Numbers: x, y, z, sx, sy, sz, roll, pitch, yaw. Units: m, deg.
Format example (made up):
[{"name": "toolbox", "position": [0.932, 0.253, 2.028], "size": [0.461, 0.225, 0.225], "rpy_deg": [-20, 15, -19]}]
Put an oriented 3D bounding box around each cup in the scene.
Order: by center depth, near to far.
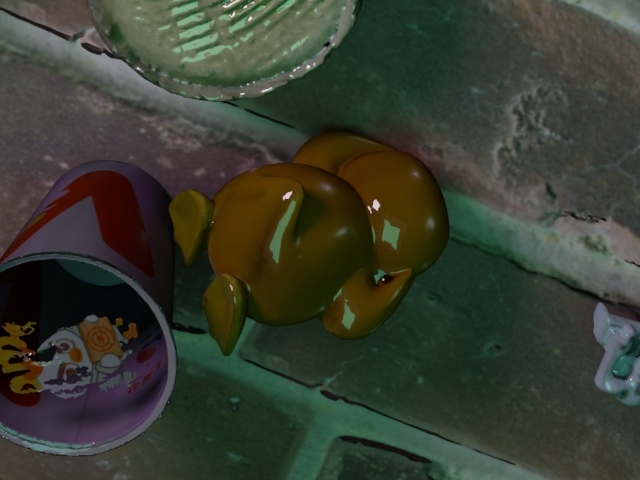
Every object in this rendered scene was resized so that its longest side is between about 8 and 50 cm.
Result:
[{"name": "cup", "position": [-0.214, 0.041, 1.730], "size": [0.203, 0.288, 0.203], "rpy_deg": [1, 114, 3]}]

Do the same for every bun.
[{"name": "bun", "position": [-0.088, -0.250, 1.668], "size": [0.259, 0.152, 0.259], "rpy_deg": [-3, 124, -5]}]

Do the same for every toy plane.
[{"name": "toy plane", "position": [0.378, 0.093, 1.822], "size": [0.252, 0.118, 0.252], "rpy_deg": [-8, 120, -14]}]

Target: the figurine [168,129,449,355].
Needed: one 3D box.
[{"name": "figurine", "position": [-0.004, -0.002, 1.751], "size": [0.228, 0.215, 0.215], "rpy_deg": [3, 124, -47]}]
